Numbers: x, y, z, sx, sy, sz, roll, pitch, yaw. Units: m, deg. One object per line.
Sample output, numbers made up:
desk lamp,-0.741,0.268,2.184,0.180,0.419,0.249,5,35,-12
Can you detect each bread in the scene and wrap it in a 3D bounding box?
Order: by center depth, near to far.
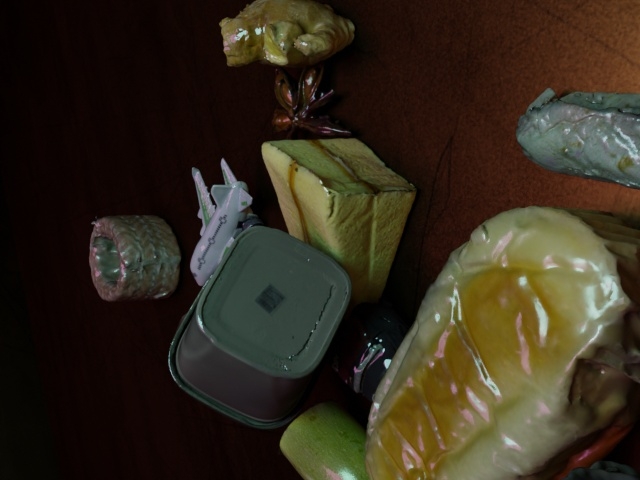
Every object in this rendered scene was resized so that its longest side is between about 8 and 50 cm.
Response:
bread,0.191,0.132,0.709,0.388,0.183,0.236,-56,41,34
bread,0.000,0.003,0.982,0.168,0.163,0.263,40,124,43

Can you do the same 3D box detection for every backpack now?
backpack,0.086,0.163,0.928,0.165,0.106,0.119,43,122,46

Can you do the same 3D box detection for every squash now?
squash,0.040,0.324,1.006,0.187,0.123,0.123,36,121,42

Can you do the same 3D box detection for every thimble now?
thimble,-0.419,0.044,1.566,0.229,0.148,0.195,38,123,47

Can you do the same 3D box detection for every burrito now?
burrito,0.309,-0.089,0.638,0.309,0.066,0.096,23,116,51

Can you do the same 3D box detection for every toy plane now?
toy plane,-0.172,-0.012,1.267,0.251,0.101,0.255,54,137,35

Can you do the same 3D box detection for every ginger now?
ginger,-0.059,-0.304,1.031,0.216,0.157,0.102,14,135,27

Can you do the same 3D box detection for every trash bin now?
trash bin,-0.079,0.118,0.955,0.219,0.220,0.250,-64,1,-25

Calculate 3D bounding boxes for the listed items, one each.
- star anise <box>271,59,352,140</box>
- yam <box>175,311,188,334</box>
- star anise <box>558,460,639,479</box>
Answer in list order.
star anise,-0.026,-0.220,1.088,0.212,0.054,0.156,-1,92,55
yam,-0.144,0.159,1.220,0.280,0.131,0.130,-18,79,54
star anise,0.319,0.233,0.522,0.117,0.332,0.331,-92,2,-85
